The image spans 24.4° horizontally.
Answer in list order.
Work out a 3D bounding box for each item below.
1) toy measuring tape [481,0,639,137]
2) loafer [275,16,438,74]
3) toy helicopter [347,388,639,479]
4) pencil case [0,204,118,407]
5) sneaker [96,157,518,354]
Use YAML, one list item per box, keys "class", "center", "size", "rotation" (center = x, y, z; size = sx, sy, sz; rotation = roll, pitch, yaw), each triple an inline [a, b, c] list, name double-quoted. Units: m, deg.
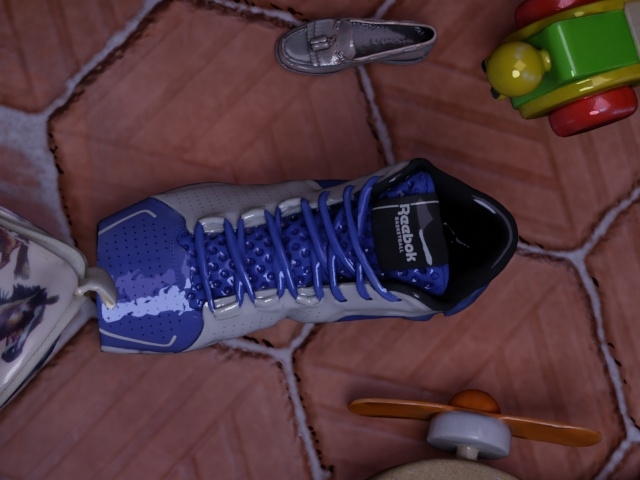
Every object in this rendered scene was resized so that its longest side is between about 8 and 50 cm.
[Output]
- class: "toy measuring tape"
  center: [0.242, -0.151, 1.175]
  size: [0.330, 0.121, 0.121]
  rotation: [-16, 86, -38]
- class: "loafer"
  center: [0.029, -0.154, 1.134]
  size: [0.125, 0.039, 0.045]
  rotation: [-6, 84, -15]
- class: "toy helicopter"
  center: [0.161, 0.206, 1.091]
  size: [0.355, 0.140, 0.235]
  rotation: [-9, 75, -26]
- class: "pencil case"
  center: [-0.332, -0.041, 0.958]
  size: [0.410, 0.160, 0.183]
  rotation: [40, 110, -5]
- class: "sneaker"
  center: [0.001, 0.000, 1.031]
  size: [0.315, 0.182, 0.127]
  rotation: [-5, 82, -15]
